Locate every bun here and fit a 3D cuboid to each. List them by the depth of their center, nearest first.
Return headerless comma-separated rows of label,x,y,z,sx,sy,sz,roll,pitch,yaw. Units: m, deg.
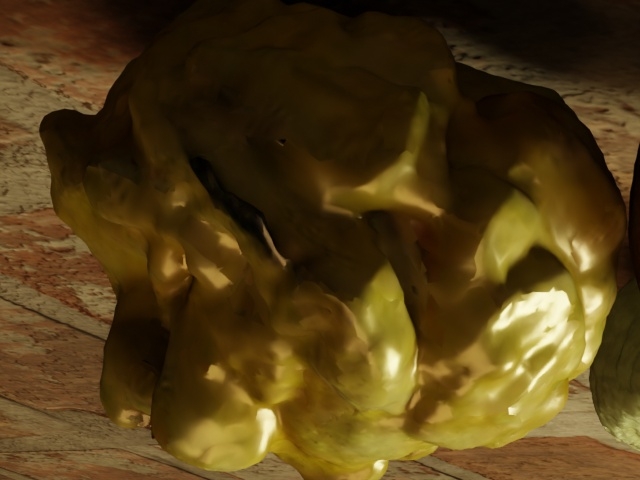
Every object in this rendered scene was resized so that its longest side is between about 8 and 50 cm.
bun,0.261,0.077,1.101,0.195,0.118,0.195,14,160,5

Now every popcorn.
popcorn,0.000,0.000,0.852,0.286,0.215,0.252,23,130,36

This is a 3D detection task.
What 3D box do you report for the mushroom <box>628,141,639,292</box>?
mushroom,0.287,0.007,0.744,0.345,0.239,0.345,2,134,2
